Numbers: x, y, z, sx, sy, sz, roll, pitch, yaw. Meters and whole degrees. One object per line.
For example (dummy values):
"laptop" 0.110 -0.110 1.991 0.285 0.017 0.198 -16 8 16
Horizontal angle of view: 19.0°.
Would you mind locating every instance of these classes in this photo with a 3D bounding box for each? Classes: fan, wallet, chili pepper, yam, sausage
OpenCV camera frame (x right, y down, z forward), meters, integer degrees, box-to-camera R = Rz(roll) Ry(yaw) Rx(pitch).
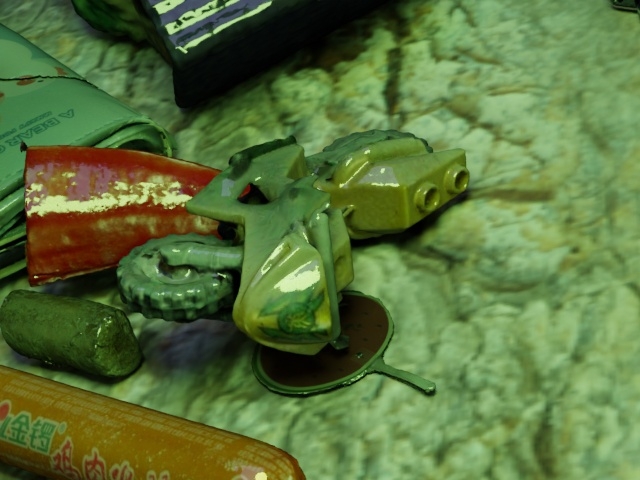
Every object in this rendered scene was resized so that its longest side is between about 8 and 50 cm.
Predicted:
"fan" 0.017 0.063 1.057 0.085 0.005 0.133 -42 39 -26
"wallet" -0.231 -0.066 1.304 0.176 0.075 0.250 -31 36 -21
"chili pepper" -0.096 -0.016 1.161 0.169 0.088 0.065 -1 -4 0
"yam" -0.148 0.054 1.128 0.094 0.043 0.043 7 45 37
"sausage" -0.138 0.106 1.046 0.348 0.053 0.053 11 48 38

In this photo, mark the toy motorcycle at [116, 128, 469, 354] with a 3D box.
"toy motorcycle" 0.000 -0.001 1.078 0.130 0.094 0.229 18 37 41

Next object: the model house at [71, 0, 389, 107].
"model house" -0.073 -0.265 1.270 0.245 0.312 0.280 -26 34 -9

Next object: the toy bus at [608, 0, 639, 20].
"toy bus" 0.260 -0.188 1.176 0.178 0.087 0.098 13 43 42
